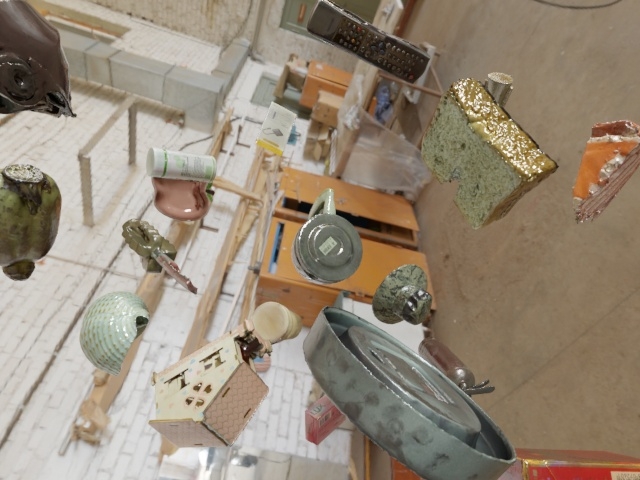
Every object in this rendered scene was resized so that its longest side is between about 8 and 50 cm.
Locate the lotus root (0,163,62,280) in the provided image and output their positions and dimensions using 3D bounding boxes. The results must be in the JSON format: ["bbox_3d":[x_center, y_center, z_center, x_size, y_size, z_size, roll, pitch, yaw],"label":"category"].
[{"bbox_3d":[-0.711,-0.038,0.980,0.173,0.173,0.309,-90,25,-59],"label":"lotus root"}]

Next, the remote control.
[{"bbox_3d":[0.080,-0.317,0.675,0.059,0.212,0.028,-56,27,36],"label":"remote control"}]

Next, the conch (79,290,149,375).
[{"bbox_3d":[-0.751,0.321,1.518,0.319,0.215,0.302,-39,36,57],"label":"conch"}]

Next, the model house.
[{"bbox_3d":[-0.258,0.387,1.054,0.169,0.326,0.244,63,175,-30],"label":"model house"}]

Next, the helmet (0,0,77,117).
[{"bbox_3d":[-0.502,-0.279,0.600,0.305,0.225,0.177,-75,-9,-82],"label":"helmet"}]

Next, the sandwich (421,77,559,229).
[{"bbox_3d":[0.349,-0.183,0.941,0.273,0.095,0.249,60,163,21],"label":"sandwich"}]

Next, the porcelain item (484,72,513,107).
[{"bbox_3d":[0.543,-0.416,1.320,0.054,0.084,0.213,-41,-32,-23],"label":"porcelain item"}]

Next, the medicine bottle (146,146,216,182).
[{"bbox_3d":[-0.406,-0.219,1.233,0.086,0.183,0.086,-2,87,53],"label":"medicine bottle"}]

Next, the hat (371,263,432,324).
[{"bbox_3d":[0.323,0.220,1.482,0.128,0.266,0.265,37,116,47],"label":"hat"}]

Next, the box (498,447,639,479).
[{"bbox_3d":[0.567,0.532,0.951,0.197,0.313,0.089,99,175,-72],"label":"box"}]

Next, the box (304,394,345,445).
[{"bbox_3d":[0.018,0.558,1.336,0.060,0.156,0.111,18,116,40],"label":"box"}]

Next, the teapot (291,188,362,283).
[{"bbox_3d":[-0.018,0.011,1.502,0.321,0.240,0.239,66,153,6],"label":"teapot"}]

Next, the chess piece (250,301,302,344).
[{"bbox_3d":[-0.143,0.304,1.506,0.261,0.143,0.142,47,-126,-71],"label":"chess piece"}]

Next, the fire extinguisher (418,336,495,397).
[{"bbox_3d":[0.309,0.299,0.984,0.267,0.089,0.072,-118,12,-84],"label":"fire extinguisher"}]

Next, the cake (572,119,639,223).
[{"bbox_3d":[0.737,-0.172,1.074,0.135,0.098,0.287,26,102,49],"label":"cake"}]

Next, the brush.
[{"bbox_3d":[-0.286,0.033,0.748,0.071,0.084,0.301,-44,39,-16],"label":"brush"}]

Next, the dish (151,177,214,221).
[{"bbox_3d":[-0.462,-0.165,1.407,0.090,0.213,0.213,4,79,66],"label":"dish"}]

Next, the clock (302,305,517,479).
[{"bbox_3d":[0.114,0.205,0.580,0.061,0.313,0.312,-56,11,4],"label":"clock"}]

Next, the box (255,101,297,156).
[{"bbox_3d":[-0.195,-0.483,1.833,0.033,0.129,0.247,-36,33,58],"label":"box"}]
